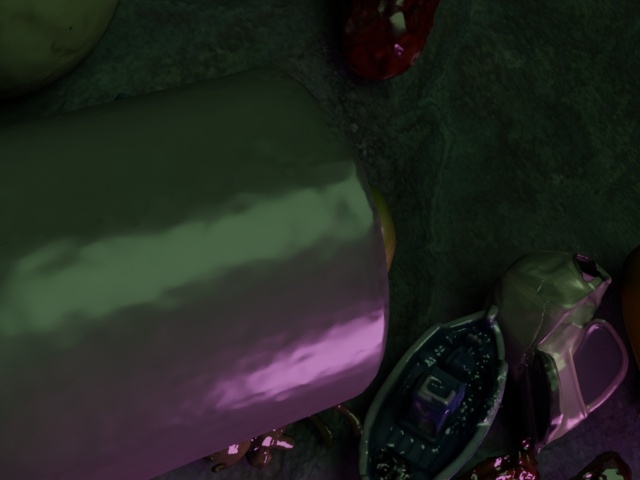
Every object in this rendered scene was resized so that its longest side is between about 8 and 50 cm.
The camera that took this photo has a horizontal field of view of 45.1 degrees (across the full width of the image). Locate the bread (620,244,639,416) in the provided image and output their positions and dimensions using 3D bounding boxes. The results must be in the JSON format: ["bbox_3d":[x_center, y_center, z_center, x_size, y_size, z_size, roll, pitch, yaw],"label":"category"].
[{"bbox_3d":[0.580,0.151,1.109,0.424,0.245,0.328,-23,106,-59],"label":"bread"}]

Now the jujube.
[{"bbox_3d":[0.095,-0.342,1.087,0.155,0.155,0.230,25,64,-23],"label":"jujube"}]

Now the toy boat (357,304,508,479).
[{"bbox_3d":[0.134,0.185,0.882,0.129,0.142,0.309,30,53,16],"label":"toy boat"}]

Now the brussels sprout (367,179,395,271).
[{"bbox_3d":[0.005,-0.003,0.819,0.131,0.145,0.183,-23,88,-46],"label":"brussels sprout"}]

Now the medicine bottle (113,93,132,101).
[{"bbox_3d":[-0.145,-0.077,0.864,0.258,0.079,0.124,16,59,-28],"label":"medicine bottle"}]

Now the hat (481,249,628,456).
[{"bbox_3d":[0.301,0.148,1.028,0.232,0.161,0.275,-12,102,-44],"label":"hat"}]

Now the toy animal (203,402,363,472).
[{"bbox_3d":[-0.047,0.166,0.831,0.186,0.094,0.214,32,49,-24],"label":"toy animal"}]

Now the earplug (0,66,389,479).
[{"bbox_3d":[-0.186,0.047,0.639,0.394,0.312,0.312,-17,81,-24],"label":"earplug"}]

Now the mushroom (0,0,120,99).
[{"bbox_3d":[-0.355,-0.310,0.741,0.336,0.314,0.314,26,53,14],"label":"mushroom"}]

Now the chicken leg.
[{"bbox_3d":[0.248,0.321,0.926,0.323,0.083,0.177,18,93,-33],"label":"chicken leg"}]
